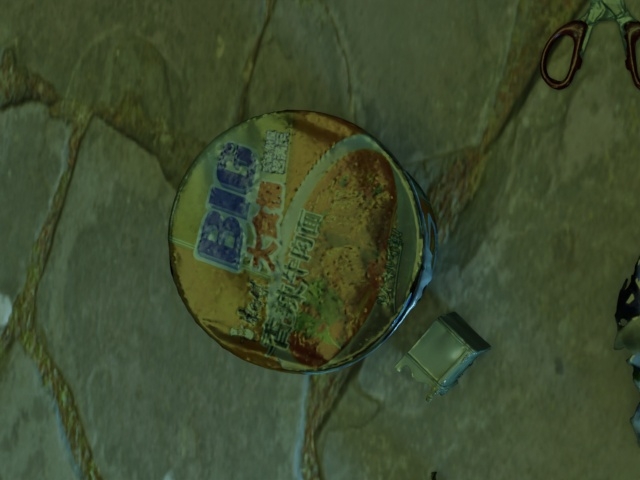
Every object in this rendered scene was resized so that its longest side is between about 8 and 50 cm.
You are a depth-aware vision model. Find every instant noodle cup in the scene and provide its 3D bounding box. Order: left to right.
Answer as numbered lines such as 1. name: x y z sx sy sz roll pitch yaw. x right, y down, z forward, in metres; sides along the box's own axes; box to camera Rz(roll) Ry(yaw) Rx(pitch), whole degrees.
1. instant noodle cup: 0.000 0.000 1.611 0.296 0.214 0.296 0 91 16

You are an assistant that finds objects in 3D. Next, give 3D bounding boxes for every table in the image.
1. table: 0.142 0.135 1.641 0.062 0.079 0.083 45 104 13

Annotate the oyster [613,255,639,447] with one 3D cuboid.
1. oyster: 0.441 0.096 1.541 0.238 0.115 0.351 -9 83 25

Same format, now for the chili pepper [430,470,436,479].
1. chili pepper: 0.176 0.355 1.648 0.059 0.050 0.191 -32 89 -2

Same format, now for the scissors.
1. scissors: 0.328 -0.294 1.615 0.144 0.017 0.247 3 90 16
